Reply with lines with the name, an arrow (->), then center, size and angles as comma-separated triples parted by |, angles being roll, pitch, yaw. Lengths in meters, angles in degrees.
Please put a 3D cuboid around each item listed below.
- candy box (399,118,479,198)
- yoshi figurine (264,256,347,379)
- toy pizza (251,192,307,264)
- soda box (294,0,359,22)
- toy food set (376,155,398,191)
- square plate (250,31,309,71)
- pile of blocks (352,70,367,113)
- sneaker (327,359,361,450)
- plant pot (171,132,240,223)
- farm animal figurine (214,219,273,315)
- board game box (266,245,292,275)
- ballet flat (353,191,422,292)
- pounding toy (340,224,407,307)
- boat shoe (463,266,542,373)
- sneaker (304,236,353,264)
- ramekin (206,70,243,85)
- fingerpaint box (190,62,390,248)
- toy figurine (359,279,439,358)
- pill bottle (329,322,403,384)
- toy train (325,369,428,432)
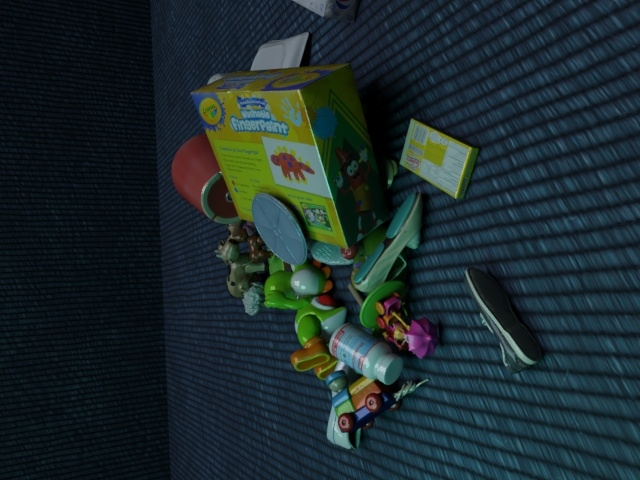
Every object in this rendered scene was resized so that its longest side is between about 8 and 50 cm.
candy box -> 0.238, -0.173, 1.164 | 0.206, 0.027, 0.105 | 46, 133, 52
yoshi figurine -> -0.058, 0.203, 1.557 | 0.204, 0.202, 0.362 | 107, 155, -47
toy pizza -> -0.096, -0.030, 1.376 | 0.201, 0.032, 0.201 | 37, 147, 30
soda box -> -0.001, -0.668, 1.517 | 0.286, 0.098, 0.091 | 52, 135, 49
toy food set -> 0.150, -0.156, 1.333 | 0.082, 0.020, 0.083 | 41, 126, 54
square plate -> -0.176, -0.488, 1.806 | 0.344, 0.049, 0.348 | 26, 99, 61
pile of blocks -> 0.050, -0.270, 1.457 | 0.112, 0.149, 0.362 | 35, 146, 4
sneaker -> 0.083, 0.404, 1.429 | 0.091, 0.094, 0.258 | 14, 106, 36
plant pot -> -0.336, -0.192, 1.887 | 0.243, 0.274, 0.275 | 45, 129, 51
farm animal figurine -> -0.274, 0.056, 1.927 | 0.330, 0.172, 0.327 | -134, 41, -67
board game box -> -0.141, 0.036, 1.863 | 0.124, 0.039, 0.260 | -33, 64, 59
ballet flat -> 0.167, 0.013, 1.234 | 0.248, 0.086, 0.086 | -56, 37, 8
pounding toy -> 0.099, 0.077, 1.343 | 0.183, 0.110, 0.237 | 55, 136, 46
boat shoe -> 0.306, 0.140, 1.003 | 0.065, 0.075, 0.206 | -59, 47, 40
sneaker -> 0.000, 0.000, 1.541 | 0.268, 0.153, 0.101 | 19, 92, 24
ramekin -> -0.352, -0.506, 2.137 | 0.272, 0.127, 0.273 | 2, 92, 61
fingerpaint box -> -0.078, -0.213, 1.362 | 0.444, 0.163, 0.371 | 15, 131, 48
toy figurine -> 0.183, 0.197, 1.215 | 0.159, 0.130, 0.173 | 43, 151, 41
pill bottle -> 0.102, 0.253, 1.258 | 0.160, 0.087, 0.087 | 25, 114, 41
toy train -> 0.124, 0.325, 1.301 | 0.248, 0.105, 0.143 | -43, 57, 22
